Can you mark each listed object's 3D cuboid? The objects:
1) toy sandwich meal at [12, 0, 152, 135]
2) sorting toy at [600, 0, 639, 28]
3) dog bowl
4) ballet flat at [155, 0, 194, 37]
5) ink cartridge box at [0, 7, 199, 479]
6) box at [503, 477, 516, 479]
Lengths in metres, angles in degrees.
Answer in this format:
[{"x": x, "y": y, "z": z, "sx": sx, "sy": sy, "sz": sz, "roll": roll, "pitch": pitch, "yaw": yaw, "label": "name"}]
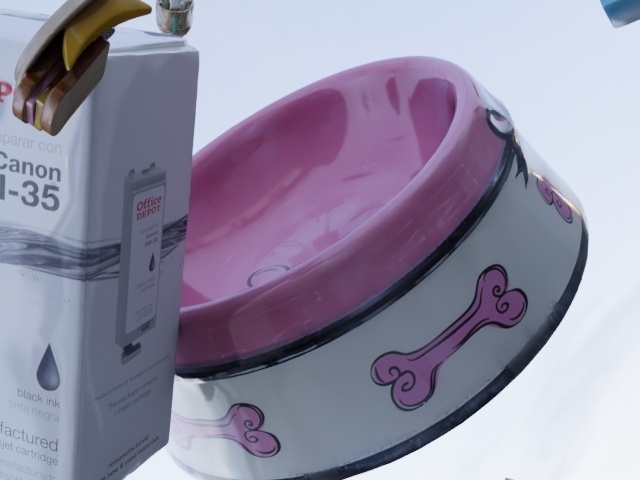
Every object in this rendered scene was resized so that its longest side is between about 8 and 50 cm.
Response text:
[{"x": -0.109, "y": -0.087, "z": 0.422, "sx": 0.085, "sy": 0.029, "sz": 0.085, "roll": -45, "pitch": 6, "yaw": 6, "label": "toy sandwich meal"}, {"x": 0.171, "y": -0.164, "z": 0.508, "sx": 0.047, "sy": 0.347, "sz": 0.196, "roll": -19, "pitch": -20, "yaw": 21, "label": "sorting toy"}, {"x": 0.000, "y": 0.000, "z": 0.758, "sx": 0.408, "sy": 0.408, "sz": 0.150, "roll": -43, "pitch": -61, "yaw": -19, "label": "dog bowl"}, {"x": -0.222, "y": -0.413, "z": 1.410, "sx": 0.073, "sy": 0.206, "sz": 0.067, "roll": -2, "pitch": -21, "yaw": -13, "label": "ballet flat"}, {"x": -0.202, "y": 0.001, "z": 0.584, "sx": 0.117, "sy": 0.207, "sz": 0.283, "roll": -30, "pitch": -50, "yaw": -65, "label": "ink cartridge box"}, {"x": 0.148, "y": 0.437, "z": 0.926, "sx": 0.257, "sy": 0.079, "sz": 0.322, "roll": -32, "pitch": -38, "yaw": -70, "label": "box"}]
